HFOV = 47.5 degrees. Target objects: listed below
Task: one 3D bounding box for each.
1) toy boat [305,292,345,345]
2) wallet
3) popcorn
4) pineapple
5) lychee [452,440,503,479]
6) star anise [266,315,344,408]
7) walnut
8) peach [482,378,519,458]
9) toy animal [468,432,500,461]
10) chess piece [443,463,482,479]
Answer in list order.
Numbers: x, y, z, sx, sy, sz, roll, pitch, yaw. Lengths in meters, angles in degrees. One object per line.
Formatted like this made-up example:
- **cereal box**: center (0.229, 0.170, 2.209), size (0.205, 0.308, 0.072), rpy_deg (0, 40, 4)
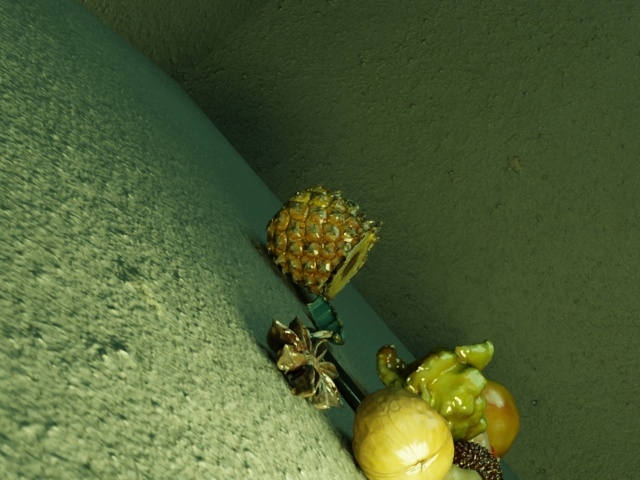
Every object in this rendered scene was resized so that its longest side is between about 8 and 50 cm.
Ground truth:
- **toy boat**: center (0.019, 0.230, 2.058), size (0.077, 0.075, 0.185), rpy_deg (48, 7, -48)
- **wallet**: center (0.041, 0.322, 1.789), size (0.285, 0.030, 0.146), rpy_deg (49, 7, 23)
- **popcorn**: center (0.314, 0.412, 1.930), size (0.325, 0.321, 0.290), rpy_deg (103, -16, -73)
- **pineapple**: center (0.001, -0.003, 2.315), size (0.300, 0.352, 0.352), rpy_deg (42, 2, 16)
- **lychee**: center (0.343, 0.563, 1.725), size (0.188, 0.188, 0.188), rpy_deg (48, 4, -5)
- **star anise**: center (-0.027, 0.243, 1.451), size (0.230, 0.081, 0.262), rpy_deg (47, 15, -8)
- **walnut**: center (0.152, 0.378, 1.385), size (0.195, 0.195, 0.221), rpy_deg (48, 3, -10)
- **peach**: center (0.505, 0.595, 2.464), size (0.308, 0.289, 0.289), rpy_deg (17, 17, -21)
- **toy animal**: center (0.427, 0.623, 2.146), size (0.198, 0.171, 0.171), rpy_deg (42, 7, -36)
- **chess piece**: center (0.240, 0.502, 1.570), size (0.261, 0.143, 0.143), rpy_deg (43, 4, 2)
